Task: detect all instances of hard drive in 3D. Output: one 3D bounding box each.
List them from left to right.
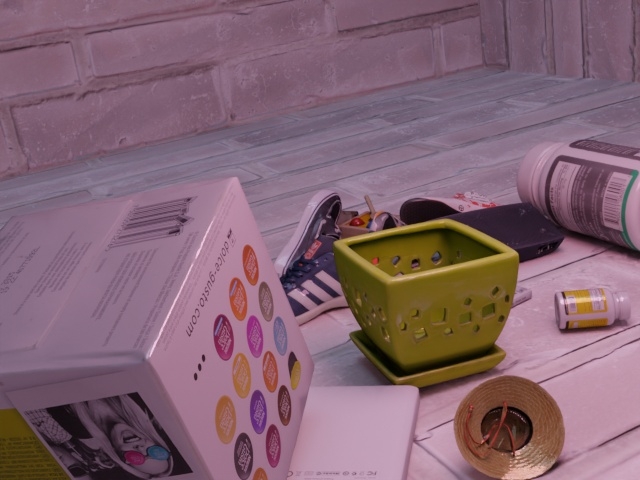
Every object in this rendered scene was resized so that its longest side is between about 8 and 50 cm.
[{"bbox_3d":[0.018,0.291,1.105,0.203,0.040,0.307,-3,20,14],"label":"hard drive"},{"bbox_3d":[0.363,-0.007,1.735,0.255,0.054,0.172,-11,33,-13],"label":"hard drive"}]

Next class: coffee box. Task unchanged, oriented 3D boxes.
[{"bbox_3d":[-0.235,0.167,0.997,0.338,0.334,0.337,-9,33,18],"label":"coffee box"}]

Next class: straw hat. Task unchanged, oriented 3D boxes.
[{"bbox_3d":[0.242,0.251,1.083,0.144,0.144,0.061,-10,-21,-5],"label":"straw hat"}]

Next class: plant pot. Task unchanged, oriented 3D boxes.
[{"bbox_3d":[0.165,0.104,1.311,0.228,0.207,0.227,-10,19,-18],"label":"plant pot"}]

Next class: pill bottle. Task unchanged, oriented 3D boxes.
[{"bbox_3d":[0.459,0.114,1.386,0.116,0.065,0.065,-5,19,8],"label":"pill bottle"},{"bbox_3d":[0.599,-0.106,1.741,0.204,0.204,0.361,-17,21,-22],"label":"pill bottle"}]

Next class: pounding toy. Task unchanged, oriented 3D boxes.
[{"bbox_3d":[0.119,-0.032,1.892,0.130,0.100,0.141,9,26,40],"label":"pounding toy"}]

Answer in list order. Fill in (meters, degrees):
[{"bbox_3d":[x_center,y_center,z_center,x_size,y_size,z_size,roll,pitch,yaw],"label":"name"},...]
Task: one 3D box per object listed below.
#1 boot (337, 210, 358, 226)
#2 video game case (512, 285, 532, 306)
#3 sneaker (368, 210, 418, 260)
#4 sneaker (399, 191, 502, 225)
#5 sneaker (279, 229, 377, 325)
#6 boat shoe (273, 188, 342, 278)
[{"bbox_3d":[0.050,-0.044,2.060,0.087,0.042,0.118,-11,17,13],"label":"boot"},{"bbox_3d":[0.293,0.105,1.551,0.143,0.019,0.157,-21,23,-31],"label":"video game case"},{"bbox_3d":[0.170,-0.004,1.728,0.083,0.084,0.215,20,1,35],"label":"sneaker"},{"bbox_3d":[0.296,-0.062,1.873,0.270,0.090,0.145,4,16,-11],"label":"sneaker"},{"bbox_3d":[-0.024,0.068,1.597,0.350,0.148,0.131,-16,21,-20],"label":"sneaker"},{"bbox_3d":[0.000,0.000,1.785,0.102,0.108,0.301,9,42,22],"label":"boat shoe"}]
